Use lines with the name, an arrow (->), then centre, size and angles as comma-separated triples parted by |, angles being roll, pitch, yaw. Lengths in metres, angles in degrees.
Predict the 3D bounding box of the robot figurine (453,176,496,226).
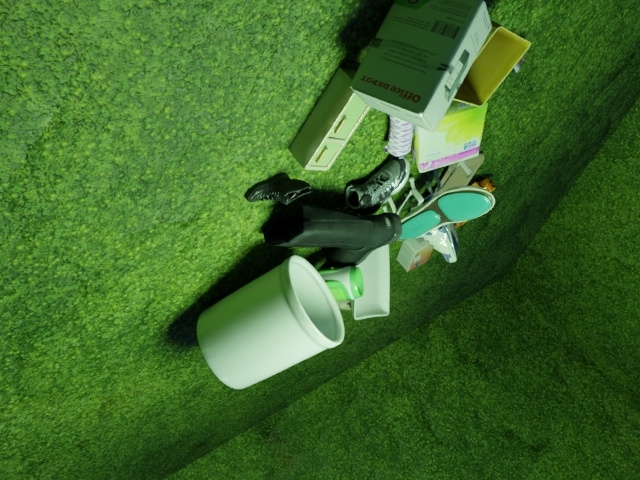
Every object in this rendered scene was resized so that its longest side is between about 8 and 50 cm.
robot figurine -> 0.661, -0.156, 2.558 | 0.211, 0.085, 0.291 | -22, 153, -47

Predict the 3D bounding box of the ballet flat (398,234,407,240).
ballet flat -> 0.263, -0.038, 2.267 | 0.213, 0.068, 0.072 | 16, 83, -37

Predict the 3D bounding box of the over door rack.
over door rack -> 0.371, -0.196, 2.053 | 0.240, 0.108, 0.324 | -30, 178, -15

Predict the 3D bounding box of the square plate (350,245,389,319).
square plate -> 0.193, 0.134, 2.249 | 0.049, 0.346, 0.344 | -3, 175, 29

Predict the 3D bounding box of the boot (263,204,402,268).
boot -> 0.001, -0.001, 1.892 | 0.446, 0.146, 0.367 | -3, 156, -42

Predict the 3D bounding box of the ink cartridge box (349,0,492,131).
ink cartridge box -> 0.234, -0.432, 1.327 | 0.289, 0.211, 0.122 | -61, 153, 2

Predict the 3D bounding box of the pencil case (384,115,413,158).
pencil case -> 0.242, -0.346, 1.730 | 0.088, 0.086, 0.206 | -6, 149, 0

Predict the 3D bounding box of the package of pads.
package of pads -> 0.406, -0.356, 1.831 | 0.229, 0.101, 0.296 | -15, 152, 1

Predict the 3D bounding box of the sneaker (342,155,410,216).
sneaker -> 0.183, -0.181, 1.892 | 0.153, 0.101, 0.268 | -6, 142, -52

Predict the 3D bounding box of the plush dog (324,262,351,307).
plush dog -> 0.127, 0.165, 2.330 | 0.225, 0.211, 0.262 | -49, 164, -36

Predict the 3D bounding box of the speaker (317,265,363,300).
speaker -> 0.002, 0.167, 2.060 | 0.297, 0.131, 0.131 | -8, 161, 18

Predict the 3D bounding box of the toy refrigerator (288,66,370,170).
toy refrigerator -> 0.036, -0.314, 1.498 | 0.102, 0.094, 0.269 | -5, 140, -50

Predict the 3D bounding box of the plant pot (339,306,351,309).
plant pot -> 0.101, 0.244, 2.500 | 0.096, 0.109, 0.109 | -6, 141, -29

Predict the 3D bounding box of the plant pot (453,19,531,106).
plant pot -> 0.395, -0.513, 1.523 | 0.212, 0.187, 0.212 | -5, 138, -49

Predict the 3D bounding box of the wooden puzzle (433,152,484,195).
wooden puzzle -> 0.557, -0.253, 2.339 | 0.221, 0.044, 0.238 | -18, 144, -35

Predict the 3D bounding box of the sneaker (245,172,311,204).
sneaker -> -0.119, -0.135, 1.596 | 0.170, 0.089, 0.051 | -30, 153, -18

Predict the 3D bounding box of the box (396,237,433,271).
box -> 0.446, 0.046, 2.624 | 0.130, 0.091, 0.170 | -27, 152, -23

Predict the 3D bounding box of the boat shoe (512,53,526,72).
boat shoe -> 0.628, -0.607, 1.824 | 0.066, 0.066, 0.183 | -51, 162, 14

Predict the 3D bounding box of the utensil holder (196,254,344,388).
utensil holder -> -0.168, 0.277, 1.879 | 0.386, 0.327, 0.328 | -29, 157, 17

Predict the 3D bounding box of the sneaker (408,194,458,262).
sneaker -> 0.452, -0.048, 2.362 | 0.182, 0.127, 0.315 | -14, 123, 29

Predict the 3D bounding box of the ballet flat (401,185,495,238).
ballet flat -> 0.454, -0.124, 2.039 | 0.139, 0.139, 0.400 | -10, 169, -44
